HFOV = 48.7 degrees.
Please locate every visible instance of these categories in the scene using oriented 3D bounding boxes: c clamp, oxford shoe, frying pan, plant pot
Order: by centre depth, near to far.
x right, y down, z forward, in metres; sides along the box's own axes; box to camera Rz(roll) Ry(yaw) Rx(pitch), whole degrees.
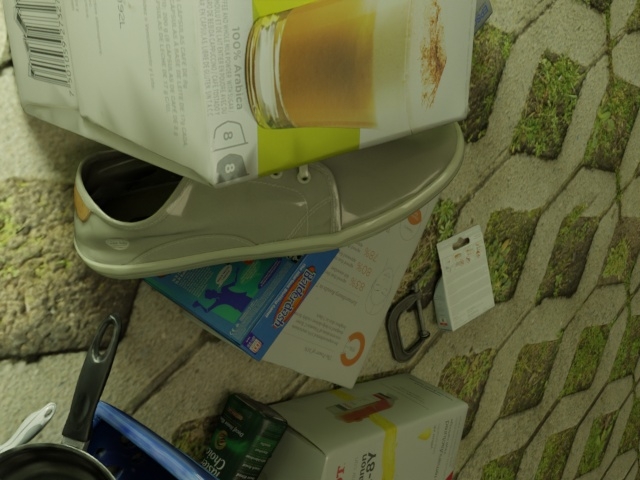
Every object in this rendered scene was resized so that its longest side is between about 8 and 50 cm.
[{"bbox_3d":[-0.300,0.250,0.755,0.053,0.197,0.327,96,-12,-75],"label":"frying pan"},{"bbox_3d":[-0.059,-0.071,0.766,0.448,0.169,0.130,-13,135,-2],"label":"oxford shoe"},{"bbox_3d":[-0.214,0.371,0.870,0.236,0.235,0.212,-57,142,-13],"label":"plant pot"},{"bbox_3d":[0.177,0.149,1.333,0.137,0.022,0.161,-32,126,-34],"label":"c clamp"}]

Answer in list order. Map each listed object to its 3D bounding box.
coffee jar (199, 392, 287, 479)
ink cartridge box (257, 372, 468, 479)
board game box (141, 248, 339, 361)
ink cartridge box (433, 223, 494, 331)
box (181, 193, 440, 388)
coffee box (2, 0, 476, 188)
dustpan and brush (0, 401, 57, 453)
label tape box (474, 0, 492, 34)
[{"bbox_3d":[-0.129,0.324,1.033,0.079,0.096,0.185,32,81,-45],"label":"coffee jar"},{"bbox_3d":[0.061,0.409,1.215,0.384,0.160,0.280,-2,107,-46],"label":"ink cartridge box"},{"bbox_3d":[-0.103,0.027,0.848,0.160,0.210,0.047,-53,140,-12],"label":"board game box"},{"bbox_3d":[0.276,0.073,1.405,0.145,0.045,0.180,-22,103,-38],"label":"ink cartridge box"},{"bbox_3d":[0.000,0.000,0.980,0.215,0.168,0.346,30,83,-48],"label":"box"},{"bbox_3d":[-0.076,-0.279,0.659,0.334,0.338,0.338,-20,120,-40],"label":"coffee box"},{"bbox_3d":[-0.376,0.254,0.774,0.211,0.060,0.147,-52,135,-18],"label":"dustpan and brush"},{"bbox_3d":[0.140,-0.311,1.045,0.241,0.105,0.334,-52,135,-17],"label":"label tape box"}]
